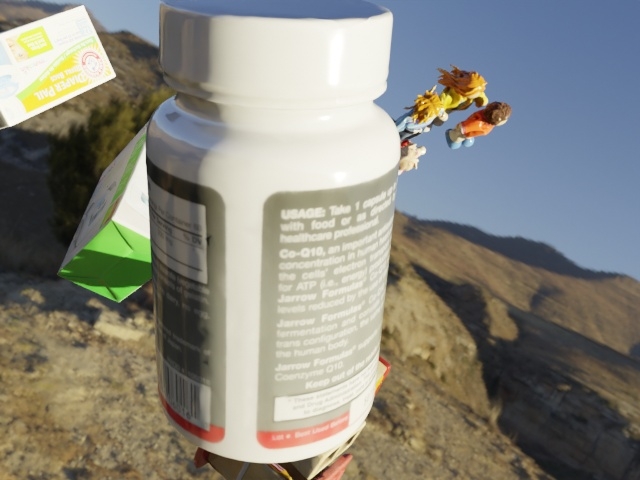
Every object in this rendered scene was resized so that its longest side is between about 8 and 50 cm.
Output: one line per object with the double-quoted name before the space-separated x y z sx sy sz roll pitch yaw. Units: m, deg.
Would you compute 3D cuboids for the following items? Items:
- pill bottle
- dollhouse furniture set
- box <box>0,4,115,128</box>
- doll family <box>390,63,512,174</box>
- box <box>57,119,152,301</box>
"pill bottle" -0.032 -0.012 0.476 0.161 0.283 0.161 3 25 -2
"dollhouse furniture set" -0.035 0.264 1.108 0.201 0.374 0.152 37 32 22
"box" -0.409 -0.239 1.001 0.103 0.203 0.114 -4 -62 36
"doll family" 0.157 -0.177 1.047 0.118 0.263 0.163 61 -19 2
"box" -0.301 -0.052 1.198 0.127 0.231 0.262 29 -35 -25
